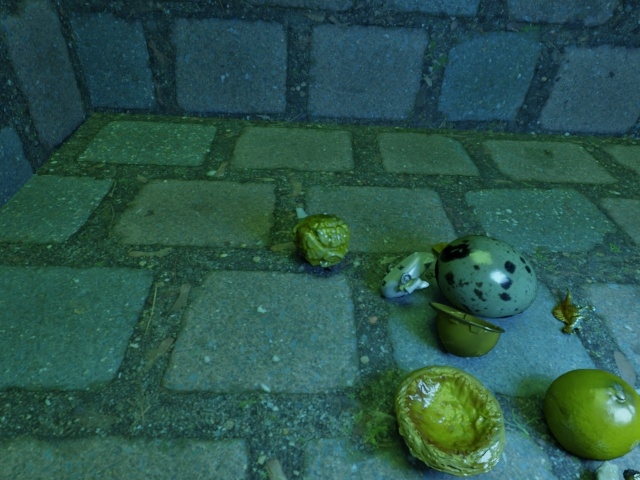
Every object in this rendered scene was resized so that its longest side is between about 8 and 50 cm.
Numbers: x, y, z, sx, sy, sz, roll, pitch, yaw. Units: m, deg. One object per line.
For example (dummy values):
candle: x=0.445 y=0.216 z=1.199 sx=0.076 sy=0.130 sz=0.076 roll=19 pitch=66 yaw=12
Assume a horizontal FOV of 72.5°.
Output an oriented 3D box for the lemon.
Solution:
lemon: x=0.766 y=0.470 z=1.214 sx=0.240 sy=0.219 sz=0.240 roll=5 pitch=42 yaw=-4

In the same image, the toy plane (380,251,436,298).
toy plane: x=0.333 y=0.133 z=1.650 sx=0.244 sy=0.117 sz=0.245 roll=-35 pitch=19 yaw=14

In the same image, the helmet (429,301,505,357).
helmet: x=0.467 y=0.312 z=1.447 sx=0.205 sy=0.140 sz=0.257 roll=15 pitch=2 yaw=-43

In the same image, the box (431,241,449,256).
box: x=0.558 y=0.065 z=1.861 sx=0.086 sy=0.023 sz=0.155 roll=-21 pitch=44 yaw=-24

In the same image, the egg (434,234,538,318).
egg: x=0.592 y=0.135 z=1.561 sx=0.379 sy=0.288 sz=0.288 roll=30 pitch=39 yaw=-7

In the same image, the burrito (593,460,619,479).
burrito: x=0.712 y=0.654 z=1.089 sx=0.060 sy=0.087 sz=0.226 roll=17 pitch=37 yaw=24

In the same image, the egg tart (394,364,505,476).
egg tart: x=0.350 y=0.502 z=1.209 sx=0.318 sy=0.128 sz=0.319 roll=1 pitch=39 yaw=-1

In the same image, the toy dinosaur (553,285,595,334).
toy dinosaur: x=0.927 y=0.269 z=1.631 sx=0.142 sy=0.057 sz=0.212 roll=-20 pitch=29 yaw=1

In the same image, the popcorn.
popcorn: x=0.004 y=0.005 z=1.747 sx=0.249 sy=0.225 sz=0.249 roll=-6 pitch=23 yaw=3

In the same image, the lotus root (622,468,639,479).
lotus root: x=0.829 y=0.662 z=1.054 sx=0.138 sy=0.138 sz=0.214 roll=-6 pitch=39 yaw=-13
